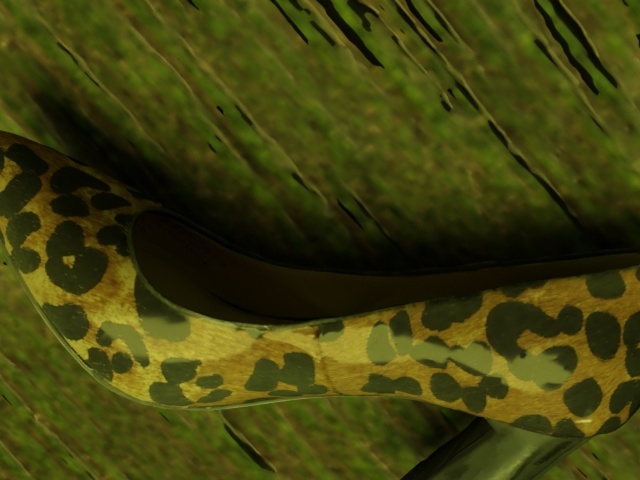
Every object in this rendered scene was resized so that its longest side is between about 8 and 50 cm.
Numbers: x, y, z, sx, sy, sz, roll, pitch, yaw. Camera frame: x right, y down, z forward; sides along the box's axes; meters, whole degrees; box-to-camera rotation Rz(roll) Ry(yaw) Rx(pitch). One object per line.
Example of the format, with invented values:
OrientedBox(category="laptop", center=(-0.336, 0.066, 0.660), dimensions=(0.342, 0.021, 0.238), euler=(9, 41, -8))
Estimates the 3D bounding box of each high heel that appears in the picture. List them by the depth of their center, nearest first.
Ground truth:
OrientedBox(category="high heel", center=(0.000, 0.000, 0.678), dimensions=(0.261, 0.093, 0.186), euler=(40, 118, -6))
